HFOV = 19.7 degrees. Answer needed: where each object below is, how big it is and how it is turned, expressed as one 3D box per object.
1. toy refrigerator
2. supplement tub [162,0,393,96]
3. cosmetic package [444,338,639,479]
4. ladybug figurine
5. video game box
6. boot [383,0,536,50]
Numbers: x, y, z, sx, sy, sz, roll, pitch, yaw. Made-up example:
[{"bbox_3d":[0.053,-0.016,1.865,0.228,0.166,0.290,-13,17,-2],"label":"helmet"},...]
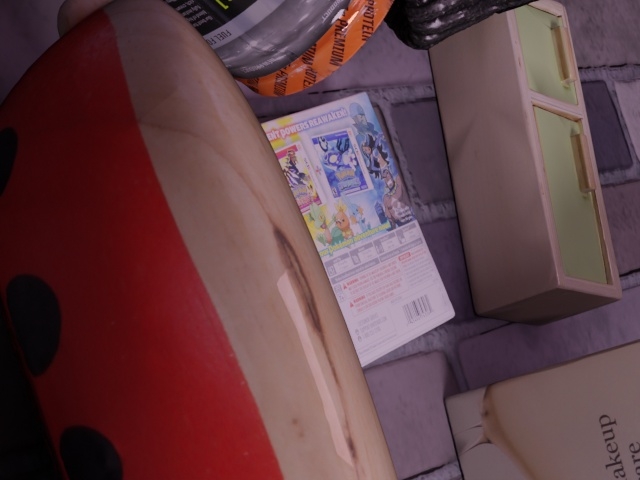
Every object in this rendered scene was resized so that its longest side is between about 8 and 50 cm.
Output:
[{"bbox_3d":[0.172,-0.073,1.545,0.102,0.094,0.270,12,63,-49],"label":"toy refrigerator"},{"bbox_3d":[-0.098,-0.243,1.195,0.316,0.193,0.194,41,45,-34],"label":"supplement tub"},{"bbox_3d":[0.261,0.149,1.368,0.113,0.309,0.160,-2,74,-53],"label":"cosmetic package"},{"bbox_3d":[-0.080,0.075,1.029,0.162,0.305,0.449,-18,79,-12],"label":"ladybug figurine"},{"bbox_3d":[0.000,0.000,1.326,0.205,0.048,0.187,-22,93,-54],"label":"video game box"},{"bbox_3d":[0.137,-0.314,1.534,0.348,0.260,0.131,-110,-177,-48],"label":"boot"}]
